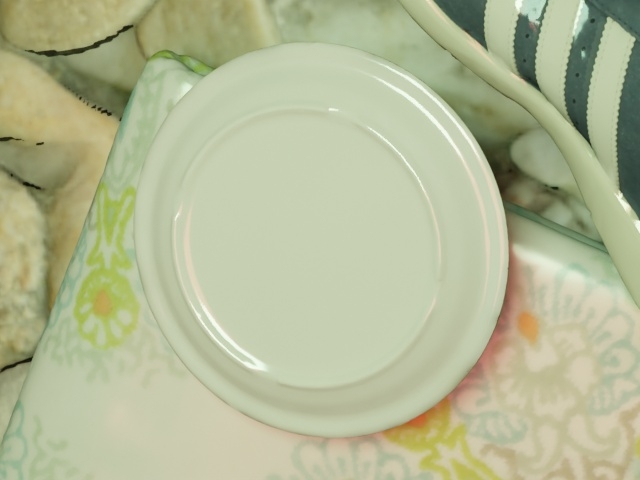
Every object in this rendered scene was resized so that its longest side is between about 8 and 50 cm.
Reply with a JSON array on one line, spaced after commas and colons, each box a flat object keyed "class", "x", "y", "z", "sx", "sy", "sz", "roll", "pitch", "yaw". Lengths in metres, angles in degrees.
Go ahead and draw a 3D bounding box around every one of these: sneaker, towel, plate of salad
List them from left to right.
[{"class": "plate of salad", "x": 0.000, "y": 0.000, "z": 0.874, "sx": 0.200, "sy": 0.048, "sz": 0.199, "roll": 4, "pitch": 102, "yaw": 21}, {"class": "towel", "x": 0.020, "y": 0.114, "z": 0.954, "sx": 0.374, "sy": 0.090, "sz": 0.320, "roll": 24, "pitch": 101, "yaw": 8}, {"class": "sneaker", "x": 0.152, "y": -0.113, "z": 0.826, "sx": 0.350, "sy": 0.131, "sz": 0.148, "roll": 52, "pitch": 141, "yaw": 3}]
